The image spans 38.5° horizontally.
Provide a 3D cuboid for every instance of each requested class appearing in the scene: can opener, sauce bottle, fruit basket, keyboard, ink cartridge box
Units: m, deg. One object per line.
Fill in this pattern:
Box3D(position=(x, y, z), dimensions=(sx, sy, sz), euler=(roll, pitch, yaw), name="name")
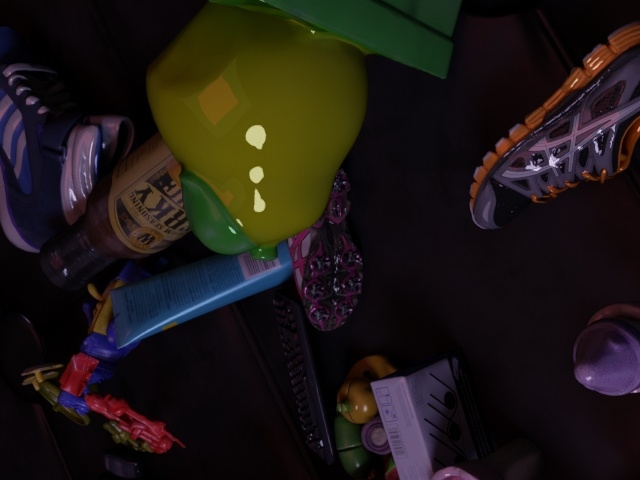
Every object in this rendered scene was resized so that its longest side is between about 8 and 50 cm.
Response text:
Box3D(position=(-0.232, 0.339, 1.221), dimensions=(0.186, 0.059, 0.073), euler=(16, 131, 36), name="can opener")
Box3D(position=(-0.178, -0.050, 1.012), dimensions=(0.344, 0.111, 0.111), euler=(-34, 77, 29), name="sauce bottle")
Box3D(position=(-0.053, -0.190, 0.743), dimensions=(0.283, 0.392, 0.392), euler=(38, 122, 29), name="fruit basket")
Box3D(position=(-0.021, 0.142, 0.985), dimensions=(0.108, 0.023, 0.180), euler=(-155, 52, -77), name="keyboard")
Box3D(position=(0.121, 0.216, 0.861), dimensions=(0.046, 0.097, 0.207), euler=(-19, 86, 43), name="ink cartridge box")

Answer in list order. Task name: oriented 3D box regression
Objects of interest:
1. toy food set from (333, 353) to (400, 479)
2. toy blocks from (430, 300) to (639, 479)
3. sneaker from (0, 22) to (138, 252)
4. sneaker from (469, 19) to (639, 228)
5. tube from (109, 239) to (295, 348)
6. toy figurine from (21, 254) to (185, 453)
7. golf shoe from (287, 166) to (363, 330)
Box3D(position=(0.067, 0.228, 0.929), dimensions=(0.128, 0.071, 0.218), euler=(-20, 86, 42), name="toy food set")
Box3D(position=(0.234, 0.236, 0.659), dimensions=(0.309, 0.260, 0.289), euler=(50, 127, 22), name="toy blocks")
Box3D(position=(-0.322, -0.155, 1.161), dimensions=(0.236, 0.130, 0.323), euler=(-17, 84, 33), name="sneaker")
Box3D(position=(0.203, -0.074, 0.738), dimensions=(0.083, 0.084, 0.215), euler=(51, 127, 14), name="sneaker")
Box3D(position=(-0.127, 0.049, 0.987), dimensions=(0.080, 0.207, 0.052), euler=(-110, 1, -46), name="tube")
Box3D(position=(-0.231, 0.127, 1.143), dimensions=(0.191, 0.217, 0.362), euler=(28, 159, -9), name="toy figurine")
Box3D(position=(0.000, 0.000, 0.952), dimensions=(0.086, 0.067, 0.186), euler=(-147, 52, -67), name="golf shoe")
